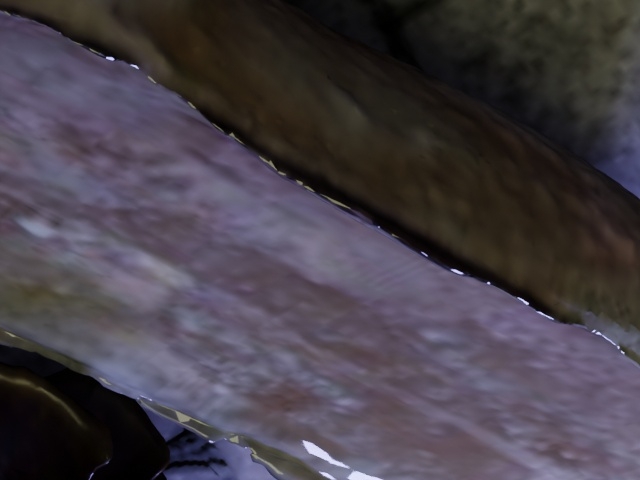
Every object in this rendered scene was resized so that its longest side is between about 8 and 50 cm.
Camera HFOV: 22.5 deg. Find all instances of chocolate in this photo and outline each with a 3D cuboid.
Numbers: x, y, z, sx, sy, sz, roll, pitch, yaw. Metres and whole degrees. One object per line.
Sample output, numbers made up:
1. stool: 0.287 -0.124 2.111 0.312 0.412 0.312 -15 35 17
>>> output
1. chocolate: 0.000 0.000 0.493 0.303 0.100 0.185 26 153 -24

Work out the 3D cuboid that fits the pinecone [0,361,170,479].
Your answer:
1. pinecone: -0.131 0.157 0.526 0.244 0.309 0.244 -1 96 -6
